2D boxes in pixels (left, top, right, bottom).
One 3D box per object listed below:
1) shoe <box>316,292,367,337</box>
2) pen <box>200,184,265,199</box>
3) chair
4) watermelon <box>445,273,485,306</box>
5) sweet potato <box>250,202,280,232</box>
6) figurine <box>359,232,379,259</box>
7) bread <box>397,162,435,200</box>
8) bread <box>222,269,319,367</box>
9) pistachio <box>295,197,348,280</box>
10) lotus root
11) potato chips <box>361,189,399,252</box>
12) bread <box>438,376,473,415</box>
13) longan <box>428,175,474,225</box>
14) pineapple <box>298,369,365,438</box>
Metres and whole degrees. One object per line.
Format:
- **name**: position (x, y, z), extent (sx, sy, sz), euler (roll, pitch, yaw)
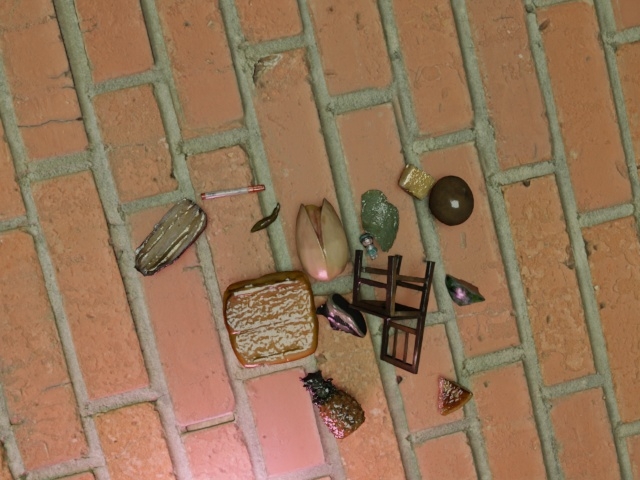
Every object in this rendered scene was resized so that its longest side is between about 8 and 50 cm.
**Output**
- **shoe**: position (0.080, 0.294, 1.829), extent (0.112, 0.099, 0.227), euler (-30, 116, 27)
- **pen**: position (-0.325, -0.181, 1.805), extent (0.238, 0.028, 0.028), euler (-9, 93, -4)
- **chair**: position (0.240, 0.259, 1.742), extent (0.240, 0.203, 0.417), euler (8, 92, -42)
- **watermelon**: position (0.544, 0.195, 1.880), extent (0.155, 0.080, 0.101), euler (34, 125, -7)
- **sweet potato**: position (-0.200, -0.076, 1.815), extent (0.153, 0.038, 0.041), euler (-43, 117, -3)
- **figurine**: position (0.191, 0.019, 1.843), extent (0.059, 0.047, 0.106), euler (-25, 96, 5)
- **bread**: position (0.356, -0.224, 1.832), extent (0.125, 0.082, 0.106), euler (32, 100, -15)
- **bread**: position (-0.178, 0.288, 1.780), extent (0.336, 0.148, 0.328), euler (-14, 97, -6)
- **pistachio**: position (0.000, 0.000, 1.759), extent (0.187, 0.187, 0.300), euler (-13, 89, -4)
- **lotus root**: position (-0.542, 0.003, 1.777), extent (0.329, 0.078, 0.167), euler (-45, 72, 0)
- **potato chips**: position (0.222, -0.079, 1.830), extent (0.167, 0.059, 0.228), euler (-40, 95, -17)
- **bread**: position (0.529, 0.601, 1.889), extent (0.135, 0.054, 0.155), euler (-2, 98, -3)
- **longan**: position (0.488, -0.148, 1.804), extent (0.167, 0.167, 0.188), euler (3, 92, -4)
- **pineapple**: position (0.034, 0.599, 1.819), extent (0.157, 0.158, 0.279), euler (-41, 82, -2)
